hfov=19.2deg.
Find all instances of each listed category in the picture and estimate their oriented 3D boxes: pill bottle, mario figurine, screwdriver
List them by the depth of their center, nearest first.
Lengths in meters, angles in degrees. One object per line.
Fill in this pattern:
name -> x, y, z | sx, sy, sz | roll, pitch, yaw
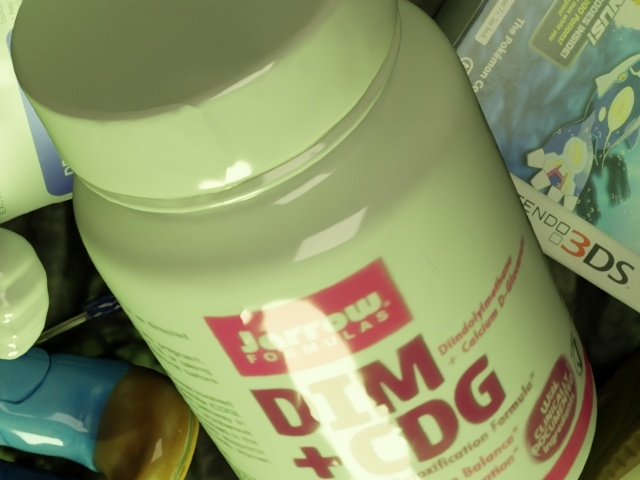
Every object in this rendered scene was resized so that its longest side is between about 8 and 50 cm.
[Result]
pill bottle -> 0.000, 0.000, 0.751 | 0.160, 0.160, 0.283 | -32, 133, -3
mario figurine -> -0.214, 0.084, 0.753 | 0.320, 0.170, 0.198 | 18, 73, -23
screwdriver -> -0.119, 0.036, 0.856 | 0.170, 0.024, 0.025 | -21, 81, 0

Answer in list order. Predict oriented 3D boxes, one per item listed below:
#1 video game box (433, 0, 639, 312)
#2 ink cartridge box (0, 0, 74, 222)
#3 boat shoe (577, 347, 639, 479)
video game box -> 0.151, -0.082, 0.873 | 0.187, 0.048, 0.205 | 30, 97, -23
ink cartridge box -> -0.075, -0.113, 0.761 | 0.208, 0.045, 0.206 | -19, 138, -11
boat shoe -> 0.144, 0.127, 0.902 | 0.285, 0.104, 0.089 | -35, 109, -3
